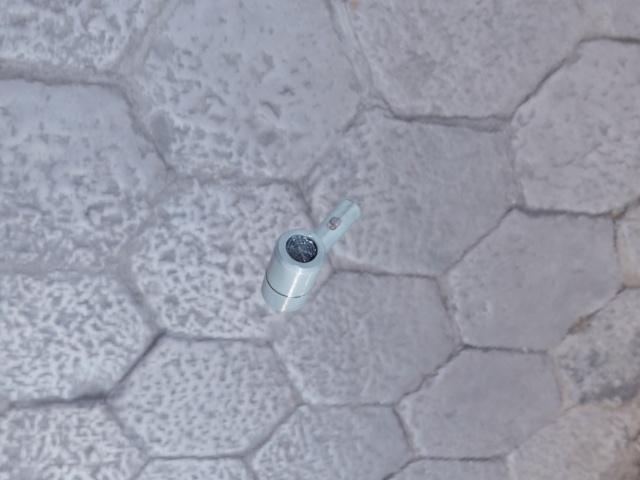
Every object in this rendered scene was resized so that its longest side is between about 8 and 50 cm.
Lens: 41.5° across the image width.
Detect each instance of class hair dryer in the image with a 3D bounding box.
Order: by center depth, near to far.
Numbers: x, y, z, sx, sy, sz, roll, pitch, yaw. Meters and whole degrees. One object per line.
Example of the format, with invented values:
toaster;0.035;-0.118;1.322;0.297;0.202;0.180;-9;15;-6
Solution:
hair dryer;0.000;0.000;0.796;0.047;0.137;0.082;37;146;9
